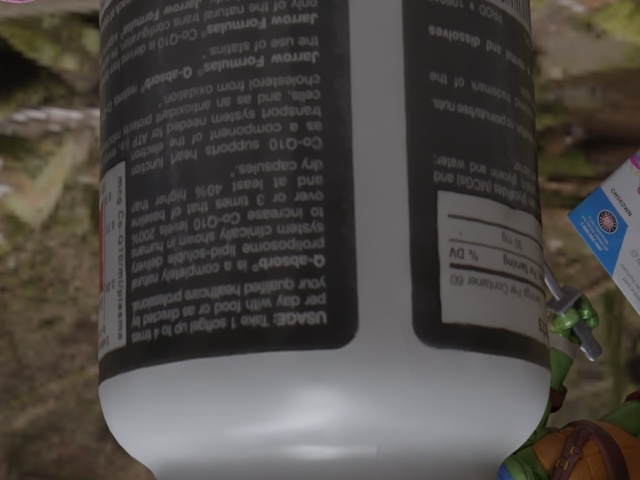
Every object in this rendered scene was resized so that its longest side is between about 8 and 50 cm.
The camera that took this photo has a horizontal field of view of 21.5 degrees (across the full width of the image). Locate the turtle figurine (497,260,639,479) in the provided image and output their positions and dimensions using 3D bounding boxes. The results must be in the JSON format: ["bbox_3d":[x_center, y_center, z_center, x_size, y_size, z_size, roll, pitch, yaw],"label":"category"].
[{"bbox_3d":[0.236,0.121,1.182,0.266,0.274,0.198,4,-171,-41],"label":"turtle figurine"}]

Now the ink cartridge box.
[{"bbox_3d":[0.210,-0.020,0.917,0.122,0.088,0.052,-46,158,30],"label":"ink cartridge box"}]

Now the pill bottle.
[{"bbox_3d":[0.000,0.000,0.604,0.162,0.278,0.162,-1,167,0],"label":"pill bottle"}]

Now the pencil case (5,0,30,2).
[{"bbox_3d":[-0.369,-0.407,1.927,0.124,0.284,0.124,-24,160,-9],"label":"pencil case"}]
